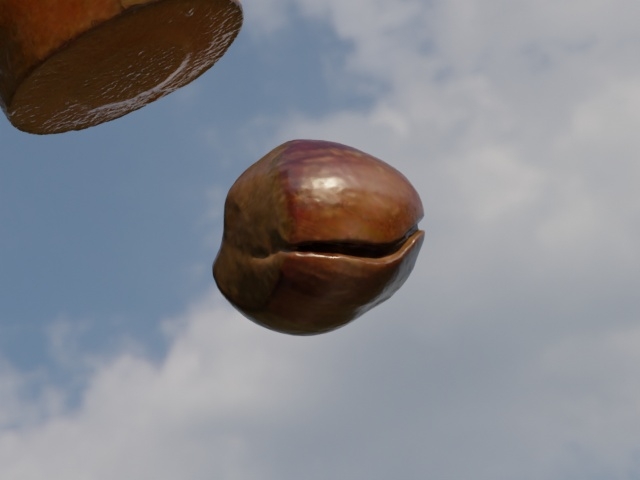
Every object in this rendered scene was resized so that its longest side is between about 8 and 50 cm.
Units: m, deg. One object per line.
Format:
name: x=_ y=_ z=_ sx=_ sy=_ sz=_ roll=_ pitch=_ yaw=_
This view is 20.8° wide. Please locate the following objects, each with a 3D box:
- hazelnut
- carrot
hazelnut: x=0.000 y=0.000 z=1.246 sx=0.143 sy=0.143 sz=0.154 roll=8 pitch=-53 yaw=-30
carrot: x=-0.222 y=-0.209 z=1.806 sx=0.258 sy=0.100 sz=0.307 roll=-6 pitch=-22 yaw=-36
